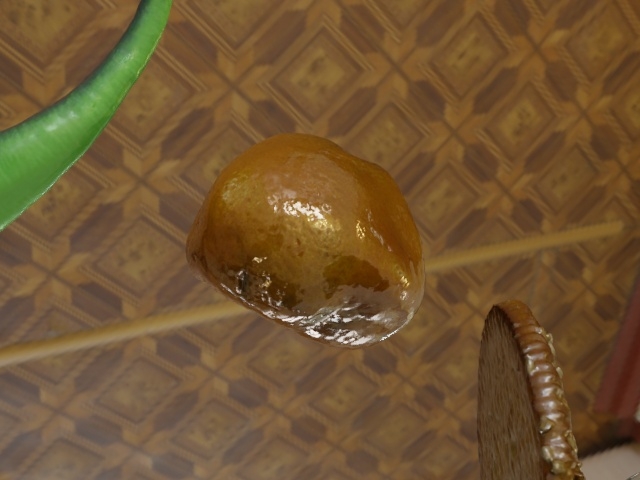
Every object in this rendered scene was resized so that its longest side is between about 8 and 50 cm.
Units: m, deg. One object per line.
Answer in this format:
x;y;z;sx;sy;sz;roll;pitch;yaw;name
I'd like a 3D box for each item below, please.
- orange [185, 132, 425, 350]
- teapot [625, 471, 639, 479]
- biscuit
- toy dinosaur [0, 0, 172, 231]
0.000;0.000;1.080;0.249;0.249;0.183;28;89;-42;orange
0.264;0.236;0.572;0.252;0.280;0.424;22;96;-18;teapot
0.162;0.195;0.850;0.038;0.305;0.305;-3;129;-1;biscuit
-0.352;-0.041;0.712;0.374;0.144;0.500;25;87;-7;toy dinosaur
